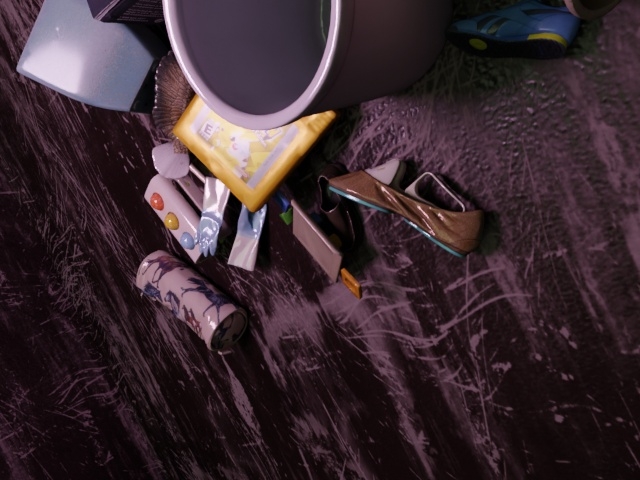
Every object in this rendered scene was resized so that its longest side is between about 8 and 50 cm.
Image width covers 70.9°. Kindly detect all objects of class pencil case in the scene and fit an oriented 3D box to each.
[{"bbox_3d":[-0.432,0.205,1.505,0.411,0.160,0.183,32,119,23],"label":"pencil case"}]

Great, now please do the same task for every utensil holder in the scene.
[{"bbox_3d":[0.003,-0.373,0.740,0.328,0.386,0.327,16,119,32],"label":"utensil holder"}]

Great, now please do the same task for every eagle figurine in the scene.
[{"bbox_3d":[-0.312,-0.314,1.157,0.298,0.227,0.225,-51,56,46],"label":"eagle figurine"}]

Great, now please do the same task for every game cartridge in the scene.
[{"bbox_3d":[-0.150,-0.269,1.003,0.285,0.053,0.323,45,118,2],"label":"game cartridge"}]

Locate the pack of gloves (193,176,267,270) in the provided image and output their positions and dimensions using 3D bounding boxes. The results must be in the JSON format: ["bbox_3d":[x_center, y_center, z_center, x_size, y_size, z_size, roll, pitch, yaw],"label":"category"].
[{"bbox_3d":[-0.260,-0.045,1.257,0.195,0.046,0.231,15,100,8],"label":"pack of gloves"}]

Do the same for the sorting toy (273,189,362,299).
[{"bbox_3d":[0.000,0.000,1.096,0.347,0.047,0.196,49,164,19],"label":"sorting toy"}]

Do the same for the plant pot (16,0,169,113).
[{"bbox_3d":[-0.517,-0.446,1.119,0.252,0.247,0.247,32,103,-2],"label":"plant pot"}]

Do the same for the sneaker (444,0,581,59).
[{"bbox_3d":[0.309,-0.350,0.734,0.209,0.069,0.082,23,92,39],"label":"sneaker"}]

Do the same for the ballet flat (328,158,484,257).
[{"bbox_3d":[0.180,-0.092,0.928,0.343,0.116,0.124,30,106,24],"label":"ballet flat"}]

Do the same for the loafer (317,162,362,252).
[{"bbox_3d":[0.034,-0.068,1.063,0.080,0.078,0.219,-7,106,40],"label":"loafer"}]

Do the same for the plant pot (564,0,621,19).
[{"bbox_3d":[0.262,-0.486,0.556,0.305,0.334,0.333,37,129,34],"label":"plant pot"}]

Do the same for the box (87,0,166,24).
[{"bbox_3d":[-0.285,-0.745,0.857,0.472,0.297,0.479,-5,106,41],"label":"box"}]

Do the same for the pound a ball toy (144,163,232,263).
[{"bbox_3d":[-0.413,-0.112,1.362,0.319,0.136,0.208,50,132,8],"label":"pound a ball toy"}]
